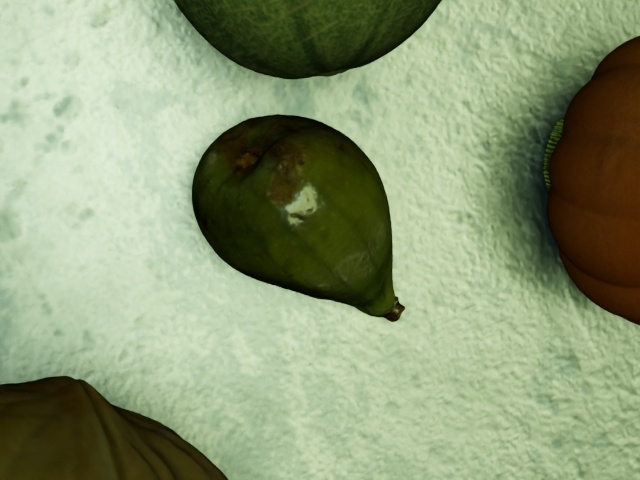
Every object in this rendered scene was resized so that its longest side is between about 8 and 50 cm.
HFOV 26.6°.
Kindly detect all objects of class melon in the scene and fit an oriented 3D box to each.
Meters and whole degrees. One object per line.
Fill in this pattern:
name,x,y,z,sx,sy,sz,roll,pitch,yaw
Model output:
melon,-0.009,-0.258,0.888,0.237,0.237,0.302,-4,93,-11

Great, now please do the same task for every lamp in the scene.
lamp,0.258,-0.044,0.965,0.223,0.196,0.223,-19,116,-43

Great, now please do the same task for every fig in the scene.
fig,0.000,-0.018,0.972,0.185,0.133,0.127,20,69,-48

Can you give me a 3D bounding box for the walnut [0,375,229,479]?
walnut,-0.208,0.275,0.834,0.354,0.308,0.398,22,87,-44
